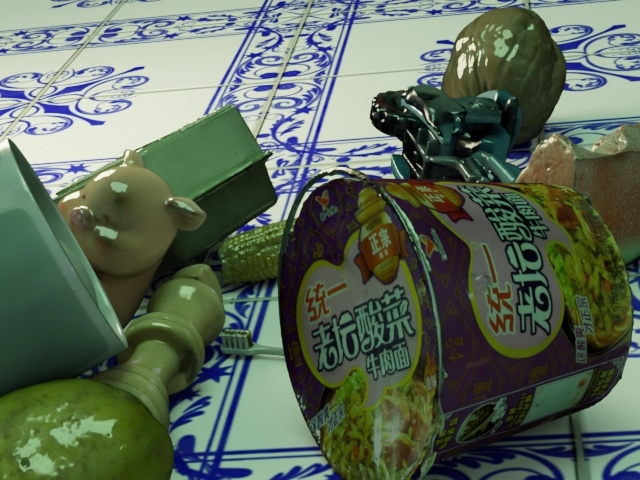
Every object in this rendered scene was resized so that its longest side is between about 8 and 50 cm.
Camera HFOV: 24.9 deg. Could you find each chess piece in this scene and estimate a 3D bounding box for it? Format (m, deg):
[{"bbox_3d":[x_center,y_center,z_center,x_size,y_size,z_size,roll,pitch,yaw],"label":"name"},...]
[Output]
[{"bbox_3d":[-0.186,0.129,1.707,0.117,0.117,0.397,-2,22,13],"label":"chess piece"}]

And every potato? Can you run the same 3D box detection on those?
[{"bbox_3d":[-0.268,0.229,1.438,0.228,0.148,0.197,-30,34,-18],"label":"potato"}]

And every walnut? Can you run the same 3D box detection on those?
[{"bbox_3d":[0.297,-0.267,2.350,0.224,0.224,0.224,-6,23,3],"label":"walnut"}]

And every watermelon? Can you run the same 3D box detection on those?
[{"bbox_3d":[0.375,-0.061,1.861,0.318,0.226,0.148,-30,48,-4],"label":"watermelon"}]

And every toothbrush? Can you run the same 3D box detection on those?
[{"bbox_3d":[0.037,0.134,1.726,0.342,0.030,0.025,4,30,21],"label":"toothbrush"}]

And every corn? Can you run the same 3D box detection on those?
[{"bbox_3d":[0.000,0.000,1.984,0.288,0.086,0.086,-12,23,-8],"label":"corn"}]

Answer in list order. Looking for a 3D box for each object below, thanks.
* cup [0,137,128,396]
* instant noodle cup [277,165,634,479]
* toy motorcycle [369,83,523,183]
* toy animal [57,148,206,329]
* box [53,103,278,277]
[{"bbox_3d":[-0.401,0.050,1.586,0.274,0.259,0.356,-29,25,-6],"label":"cup"},{"bbox_3d":[0.143,0.081,1.501,0.266,0.340,0.340,-6,20,-27],"label":"instant noodle cup"},{"bbox_3d":[0.225,-0.127,2.117,0.232,0.172,0.416,0,28,-17],"label":"toy motorcycle"},{"bbox_3d":[-0.268,0.020,1.798,0.166,0.250,0.154,38,10,17],"label":"toy animal"},{"bbox_3d":[-0.210,-0.059,2.020,0.220,0.166,0.290,-22,9,41],"label":"box"}]
